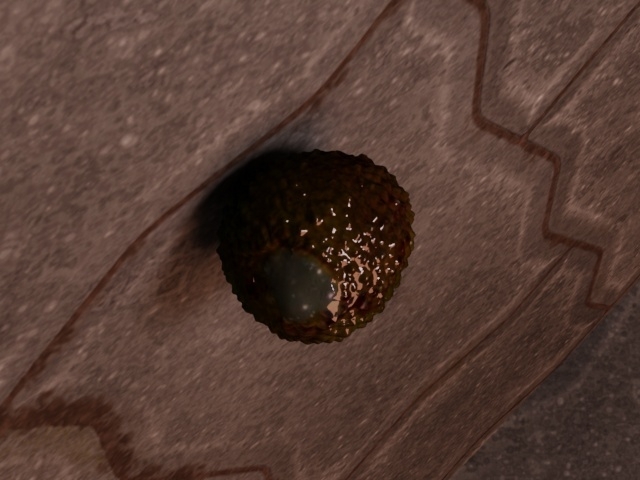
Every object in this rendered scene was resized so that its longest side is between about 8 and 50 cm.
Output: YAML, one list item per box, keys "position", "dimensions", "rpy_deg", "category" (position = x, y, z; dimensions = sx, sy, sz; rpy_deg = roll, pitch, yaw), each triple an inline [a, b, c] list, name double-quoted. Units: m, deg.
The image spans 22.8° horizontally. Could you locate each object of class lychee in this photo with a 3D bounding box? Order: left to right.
- position: [0.000, 0.000, 1.277]
  dimensions: [0.171, 0.171, 0.171]
  rpy_deg: [-39, 159, -18]
  category: "lychee"
